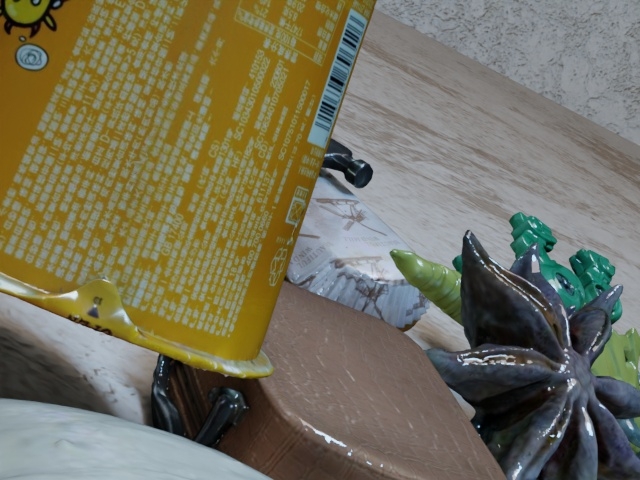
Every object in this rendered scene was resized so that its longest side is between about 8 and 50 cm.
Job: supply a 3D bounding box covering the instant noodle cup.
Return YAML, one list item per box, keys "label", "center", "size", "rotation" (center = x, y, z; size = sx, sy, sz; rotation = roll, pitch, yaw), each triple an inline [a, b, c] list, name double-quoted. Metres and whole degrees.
- label: "instant noodle cup"
  center: [-0.084, -0.063, 0.670]
  size: [0.215, 0.172, 0.216]
  rotation: [25, 2, -1]

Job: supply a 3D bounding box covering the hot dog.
- label: "hot dog"
  center: [0.000, 0.000, 1.116]
  size: [0.108, 0.059, 0.191]
  rotation: [3, 31, -35]

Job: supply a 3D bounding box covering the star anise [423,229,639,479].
- label: "star anise"
  center: [0.123, 0.078, 0.965]
  size: [0.180, 0.061, 0.205]
  rotation: [39, 44, -25]

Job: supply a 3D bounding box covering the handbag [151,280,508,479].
- label: "handbag"
  center: [0.000, 0.088, 0.773]
  size: [0.151, 0.072, 0.193]
  rotation: [24, 17, -25]

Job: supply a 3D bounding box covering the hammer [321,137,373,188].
- label: "hammer"
  center: [-0.060, -0.046, 1.090]
  size: [0.201, 0.021, 0.078]
  rotation: [-13, 38, -41]

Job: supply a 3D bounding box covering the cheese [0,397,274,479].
- label: "cheese"
  center: [-0.054, 0.122, 0.364]
  size: [0.189, 0.154, 0.198]
  rotation: [32, 12, -14]

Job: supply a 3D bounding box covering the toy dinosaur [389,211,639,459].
- label: "toy dinosaur"
  center: [0.132, 0.049, 1.090]
  size: [0.259, 0.094, 0.153]
  rotation: [36, 27, -28]
